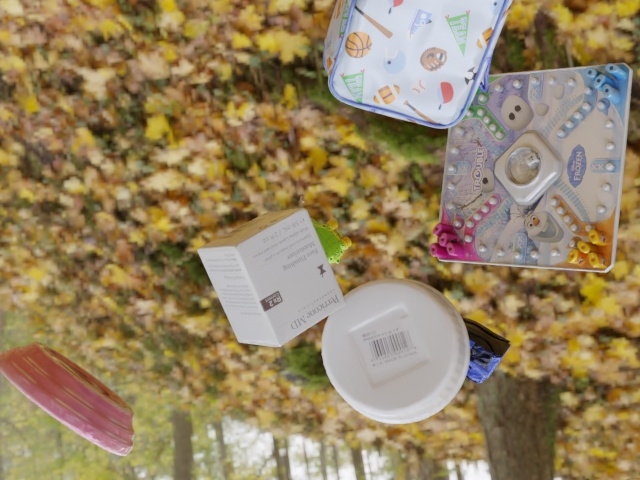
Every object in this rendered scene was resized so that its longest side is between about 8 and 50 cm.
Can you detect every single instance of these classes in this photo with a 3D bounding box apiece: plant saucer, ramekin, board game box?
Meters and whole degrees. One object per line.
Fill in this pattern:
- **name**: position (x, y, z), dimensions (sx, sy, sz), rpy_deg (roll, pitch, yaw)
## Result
- **plant saucer**: position (-0.507, 0.313, 1.914), dimensions (0.084, 0.332, 0.332), rpy_deg (-53, 178, -9)
- **ramekin**: position (0.133, 0.199, 1.719), dimensions (0.277, 0.277, 0.135), rpy_deg (-11, 168, 10)
- **board game box**: position (0.396, -0.145, 1.817), dimensions (0.390, 0.390, 0.050), rpy_deg (3, 176, 42)

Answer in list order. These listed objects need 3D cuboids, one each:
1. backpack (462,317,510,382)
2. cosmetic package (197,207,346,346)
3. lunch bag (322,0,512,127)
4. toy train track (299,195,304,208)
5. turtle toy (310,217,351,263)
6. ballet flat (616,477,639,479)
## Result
- **backpack**: position (0.303, 0.220, 1.873), dimensions (0.101, 0.120, 0.098), rpy_deg (-60, 166, 18)
- **cosmetic package**: position (-0.083, 0.061, 1.564), dimensions (0.151, 0.183, 0.151), rpy_deg (-31, -167, -29)
- **lunch bag**: position (0.145, -0.313, 1.332), dimensions (0.243, 0.303, 0.115), rpy_deg (12, -150, -12)
- **toy train track**: position (-0.034, -0.037, 1.658), dimensions (0.014, 0.083, 0.048), rpy_deg (7, 168, -5)
- **turtle toy**: position (0.000, 0.000, 2.046), dimensions (0.095, 0.130, 0.066), rpy_deg (-34, 170, -23)
- **ballet flat**: position (0.726, 0.607, 2.042), dimensions (0.139, 0.139, 0.400), rpy_deg (-11, -176, 12)
